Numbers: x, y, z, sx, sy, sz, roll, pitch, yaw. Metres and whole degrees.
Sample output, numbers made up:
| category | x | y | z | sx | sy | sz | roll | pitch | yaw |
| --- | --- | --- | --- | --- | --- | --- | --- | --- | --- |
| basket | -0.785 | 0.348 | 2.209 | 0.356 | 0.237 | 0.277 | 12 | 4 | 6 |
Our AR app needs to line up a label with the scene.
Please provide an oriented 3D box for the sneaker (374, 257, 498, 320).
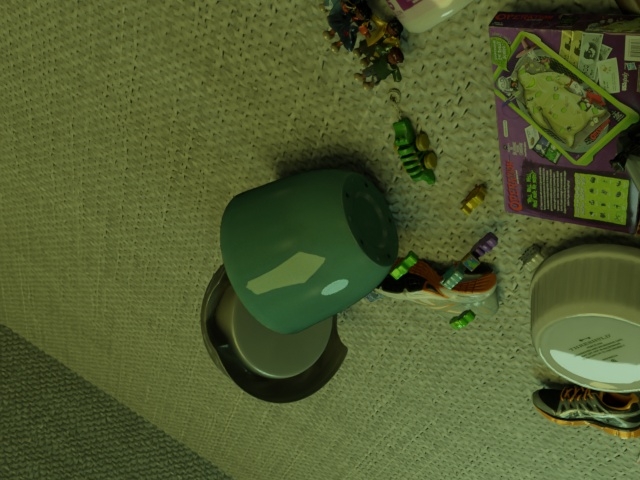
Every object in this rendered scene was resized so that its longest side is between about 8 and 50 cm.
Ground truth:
| category | x | y | z | sx | sy | sz | roll | pitch | yaw |
| --- | --- | --- | --- | --- | --- | --- | --- | --- | --- |
| sneaker | 0.225 | 0.111 | 1.366 | 0.263 | 0.099 | 0.121 | 4 | 136 | 35 |

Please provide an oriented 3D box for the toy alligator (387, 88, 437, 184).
| category | x | y | z | sx | sy | sz | roll | pitch | yaw |
| --- | --- | --- | --- | --- | --- | --- | --- | --- | --- |
| toy alligator | 0.147 | -0.163 | 1.179 | 0.056 | 0.051 | 0.189 | -6 | 125 | 39 |

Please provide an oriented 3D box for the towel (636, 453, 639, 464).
| category | x | y | z | sx | sy | sz | roll | pitch | yaw |
| --- | --- | --- | --- | --- | --- | --- | --- | --- | --- |
| towel | 0.748 | 0.449 | 1.369 | 0.197 | 0.029 | 0.144 | 23 | 138 | 16 |

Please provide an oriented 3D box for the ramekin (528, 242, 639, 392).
| category | x | y | z | sx | sy | sz | roll | pitch | yaw |
| --- | --- | --- | --- | --- | --- | --- | --- | --- | --- |
| ramekin | 0.478 | 0.142 | 1.158 | 0.273 | 0.127 | 0.272 | 16 | 142 | 13 |

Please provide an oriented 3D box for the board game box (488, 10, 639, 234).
| category | x | y | z | sx | sy | sz | roll | pitch | yaw |
| --- | --- | --- | --- | --- | --- | --- | --- | --- | --- |
| board game box | 0.359 | -0.160 | 0.998 | 0.208 | 0.056 | 0.346 | 10 | 140 | 27 |

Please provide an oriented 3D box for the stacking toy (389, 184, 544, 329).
| category | x | y | z | sx | sy | sz | roll | pitch | yaw |
| --- | --- | --- | --- | --- | --- | --- | --- | --- | --- |
| stacking toy | 0.258 | 0.035 | 1.223 | 0.167 | 0.052 | 0.221 | 42 | 107 | -8 |

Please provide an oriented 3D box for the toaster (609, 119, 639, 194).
| category | x | y | z | sx | sy | sz | roll | pitch | yaw |
| --- | --- | --- | --- | --- | --- | --- | --- | --- | --- |
| toaster | 0.481 | -0.105 | 0.866 | 0.146 | 0.227 | 0.129 | 54 | 174 | -24 |

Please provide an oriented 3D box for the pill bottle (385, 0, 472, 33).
| category | x | y | z | sx | sy | sz | roll | pitch | yaw |
| --- | --- | --- | --- | --- | --- | --- | --- | --- | --- |
| pill bottle | 0.095 | -0.427 | 0.863 | 0.169 | 0.169 | 0.301 | -21 | 114 | 46 |

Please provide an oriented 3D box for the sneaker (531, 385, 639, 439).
| category | x | y | z | sx | sy | sz | roll | pitch | yaw |
| --- | --- | --- | --- | --- | --- | --- | --- | --- | --- |
| sneaker | 0.528 | 0.321 | 1.372 | 0.215 | 0.084 | 0.083 | 6 | 119 | 27 |

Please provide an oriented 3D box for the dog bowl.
| category | x | y | z | sx | sy | sz | roll | pitch | yaw |
| --- | --- | --- | --- | --- | --- | --- | --- | --- | --- |
| dog bowl | -0.095 | 0.162 | 1.469 | 0.102 | 0.349 | 0.348 | -6 | 126 | 54 |

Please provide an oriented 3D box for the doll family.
| category | x | y | z | sx | sy | sz | roll | pitch | yaw |
| --- | --- | --- | --- | --- | --- | --- | --- | --- | --- |
| doll family | 0.070 | -0.328 | 1.058 | 0.193 | 0.076 | 0.111 | 48 | 144 | -9 |

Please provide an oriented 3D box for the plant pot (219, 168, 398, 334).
| category | x | y | z | sx | sy | sz | roll | pitch | yaw |
| --- | --- | --- | --- | --- | --- | --- | --- | --- | --- |
| plant pot | 0.000 | 0.000 | 1.283 | 0.235 | 0.293 | 0.293 | -24 | 114 | 30 |

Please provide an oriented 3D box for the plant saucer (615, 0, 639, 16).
| category | x | y | z | sx | sy | sz | roll | pitch | yaw |
| --- | --- | --- | --- | --- | --- | --- | --- | --- | --- |
| plant saucer | 0.475 | -0.335 | 0.777 | 0.311 | 0.050 | 0.310 | 21 | 138 | 20 |

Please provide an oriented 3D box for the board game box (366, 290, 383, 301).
| category | x | y | z | sx | sy | sz | roll | pitch | yaw |
| --- | --- | --- | --- | --- | --- | --- | --- | --- | --- |
| board game box | 0.109 | 0.084 | 1.478 | 0.090 | 0.020 | 0.090 | 46 | 138 | -12 |

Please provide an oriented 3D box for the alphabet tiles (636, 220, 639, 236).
| category | x | y | z | sx | sy | sz | roll | pitch | yaw |
| --- | --- | --- | --- | --- | --- | --- | --- | --- | --- |
| alphabet tiles | 0.575 | -0.053 | 1.013 | 0.198 | 0.009 | 0.237 | 33 | 141 | 3 |
